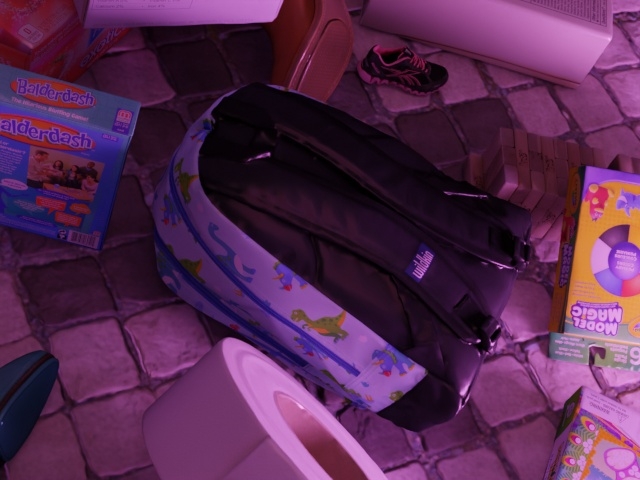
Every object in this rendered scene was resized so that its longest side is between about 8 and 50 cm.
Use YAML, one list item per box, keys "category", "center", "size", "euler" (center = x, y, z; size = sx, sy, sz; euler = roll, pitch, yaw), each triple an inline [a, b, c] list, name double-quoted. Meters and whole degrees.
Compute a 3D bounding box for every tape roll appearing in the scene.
- category: "tape roll"
  center: [-0.025, 0.220, 1.146]
  size: [0.100, 0.286, 0.286]
  euler: [-42, 75, 5]

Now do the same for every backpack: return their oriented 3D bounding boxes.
- category: "backpack"
  center: [0.000, 0.000, 1.340]
  size: [0.355, 0.273, 0.290]
  euler: [38, 53, -19]

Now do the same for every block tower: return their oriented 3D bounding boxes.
- category: "block tower"
  center: [0.344, -0.047, 1.564]
  size: [0.336, 0.097, 0.091]
  euler: [10, 55, -11]

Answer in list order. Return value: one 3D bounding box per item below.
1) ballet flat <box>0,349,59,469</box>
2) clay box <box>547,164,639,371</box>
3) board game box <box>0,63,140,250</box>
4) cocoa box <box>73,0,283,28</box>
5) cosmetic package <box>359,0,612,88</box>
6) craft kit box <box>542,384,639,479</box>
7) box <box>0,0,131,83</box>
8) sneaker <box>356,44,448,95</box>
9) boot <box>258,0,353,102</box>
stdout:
- category: "ballet flat"
  center: [-0.326, 0.191, 1.190]
  size: [0.087, 0.083, 0.247]
  euler: [14, 51, 8]
- category: "clay box"
  center: [0.335, 0.034, 1.471]
  size: [0.127, 0.053, 0.222]
  euler: [8, 86, -12]
- category: "board game box"
  center: [-0.278, -0.081, 1.301]
  size: [0.160, 0.210, 0.047]
  euler: [16, 55, -9]
- category: "cocoa box"
  center: [-0.170, -0.430, 1.379]
  size: [0.231, 0.228, 0.347]
  euler: [-8, 61, -24]
- category: "cosmetic package"
  center: [0.218, -0.327, 1.693]
  size: [0.309, 0.113, 0.160]
  euler: [15, 54, -8]
- category: "craft kit box"
  center: [0.344, 0.310, 1.354]
  size: [0.250, 0.061, 0.246]
  euler: [26, 56, -1]
- category: "box"
  center: [-0.300, -0.293, 1.476]
  size: [0.154, 0.142, 0.300]
  euler: [35, 54, 6]
- category: "sneaker"
  center: [0.108, -0.218, 1.618]
  size: [0.119, 0.057, 0.047]
  euler: [6, 54, -17]
- category: "boot"
  center: [-0.070, -0.292, 1.565]
  size: [0.220, 0.283, 0.109]
  euler: [18, 10, 27]
